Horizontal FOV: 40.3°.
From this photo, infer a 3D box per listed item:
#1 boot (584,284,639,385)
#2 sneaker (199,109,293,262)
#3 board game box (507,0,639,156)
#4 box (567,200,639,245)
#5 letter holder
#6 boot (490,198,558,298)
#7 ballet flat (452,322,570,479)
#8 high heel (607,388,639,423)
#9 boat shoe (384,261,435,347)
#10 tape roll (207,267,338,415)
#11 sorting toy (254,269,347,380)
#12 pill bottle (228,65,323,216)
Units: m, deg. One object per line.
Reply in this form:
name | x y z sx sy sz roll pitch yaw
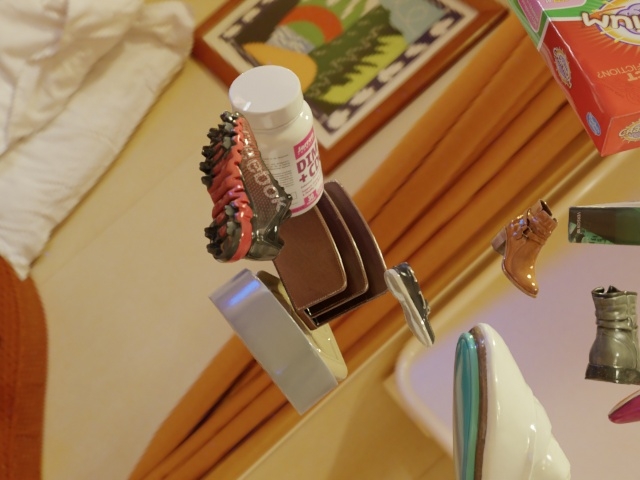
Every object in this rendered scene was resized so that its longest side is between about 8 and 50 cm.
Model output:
boot | 0.523 0.162 1.475 0.083 0.161 0.246 3 -8 39
sneaker | -0.114 -0.080 1.380 0.135 0.097 0.276 14 53 -33
board game box | 0.396 -0.260 1.073 0.064 0.242 0.317 82 -8 -53
box | 0.526 -0.022 1.154 0.322 0.058 0.232 1 5 40
letter holder | 0.000 0.000 1.857 0.302 0.214 0.152 64 2 24
boot | 0.460 0.015 1.888 0.073 0.152 0.197 22 34 -40
ballet flat | 0.192 0.277 0.909 0.139 0.139 0.400 -144 -125 -68
high heel | 0.838 0.392 1.982 0.127 0.377 0.181 111 -41 -65
boat shoe | 0.135 0.091 1.235 0.125 0.038 0.046 61 -22 2
tape roll | -0.069 0.146 1.265 0.219 0.072 0.219 51 -9 11
sorting toy | -0.082 0.168 1.850 0.307 0.041 0.229 29 28 -36
pill bottle | -0.087 -0.190 1.703 0.160 0.160 0.283 45 -21 34
